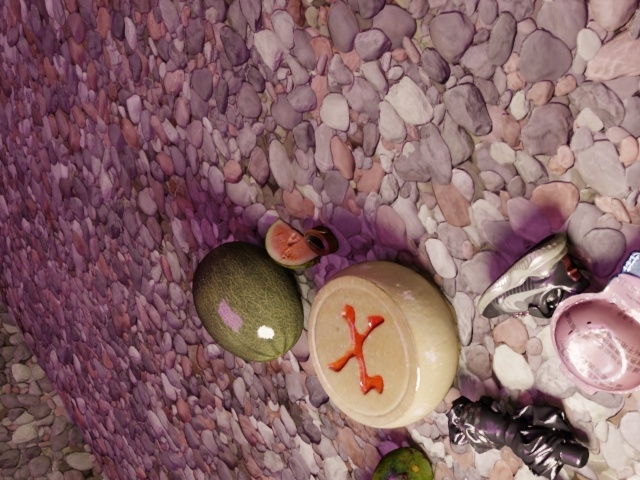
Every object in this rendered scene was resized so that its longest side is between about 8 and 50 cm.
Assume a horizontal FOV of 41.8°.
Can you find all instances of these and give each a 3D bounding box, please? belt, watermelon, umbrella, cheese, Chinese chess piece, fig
[{"bbox_3d":[0.000,0.000,1.865,0.083,0.036,0.059,32,129,38],"label":"belt"},{"bbox_3d":[-0.068,0.029,1.963,0.163,0.087,0.069,41,173,35],"label":"watermelon"},{"bbox_3d":[0.358,0.351,1.531,0.272,0.122,0.110,10,158,45],"label":"umbrella"},{"bbox_3d":[0.459,0.138,1.306,0.189,0.074,0.286,35,133,20],"label":"cheese"},{"bbox_3d":[0.123,0.207,1.693,0.338,0.140,0.338,13,107,46],"label":"Chinese chess piece"},{"bbox_3d":[0.169,0.524,1.835,0.123,0.123,0.156,58,145,15],"label":"fig"}]

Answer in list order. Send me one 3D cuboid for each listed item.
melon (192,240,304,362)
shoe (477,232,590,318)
[{"bbox_3d":[-0.170,0.148,1.983,0.302,0.237,0.237,53,141,20],"label":"melon"},{"bbox_3d":[0.357,0.087,1.414,0.112,0.099,0.227,48,139,15],"label":"shoe"}]
